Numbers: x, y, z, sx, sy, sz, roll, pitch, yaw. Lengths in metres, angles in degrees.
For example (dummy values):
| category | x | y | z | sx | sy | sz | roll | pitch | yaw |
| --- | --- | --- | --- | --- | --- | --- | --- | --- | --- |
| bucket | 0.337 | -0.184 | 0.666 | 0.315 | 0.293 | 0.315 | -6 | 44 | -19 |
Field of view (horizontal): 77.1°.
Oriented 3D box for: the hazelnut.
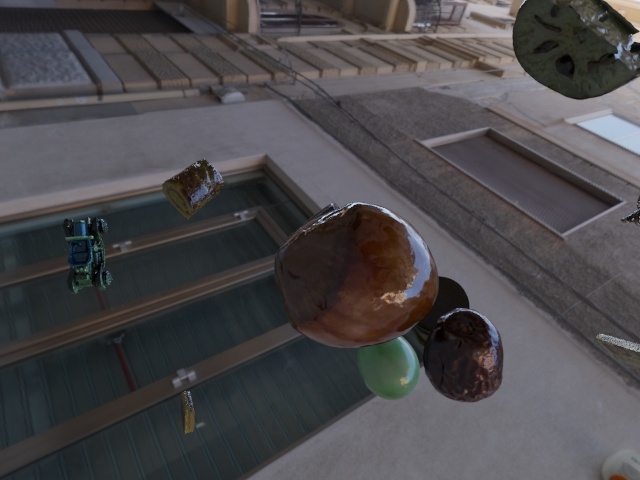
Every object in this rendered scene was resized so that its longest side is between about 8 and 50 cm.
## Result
| category | x | y | z | sx | sy | sz | roll | pitch | yaw |
| --- | --- | --- | --- | --- | --- | --- | --- | --- | --- |
| hazelnut | 0.071 | 0.087 | 0.894 | 0.372 | 0.315 | 0.372 | 19 | -20 | 8 |

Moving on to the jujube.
| category | x | y | z | sx | sy | sz | roll | pitch | yaw |
| --- | --- | --- | --- | --- | --- | --- | --- | --- | --- |
| jujube | 0.332 | 0.277 | 0.940 | 0.183 | 0.183 | 0.243 | 41 | -24 | 40 |

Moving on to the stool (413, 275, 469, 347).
| category | x | y | z | sx | sy | sz | roll | pitch | yaw |
| --- | --- | --- | --- | --- | --- | --- | --- | --- | --- |
| stool | 0.377 | 0.245 | 1.279 | 0.179 | 0.179 | 0.264 | 49 | -6 | 32 |

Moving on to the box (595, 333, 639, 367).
| category | x | y | z | sx | sy | sz | roll | pitch | yaw |
| --- | --- | --- | --- | --- | --- | --- | --- | --- | --- |
| box | 0.680 | 0.248 | 0.877 | 0.073 | 0.020 | 0.149 | 43 | -3 | -3 |

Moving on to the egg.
| category | x | y | z | sx | sy | sz | roll | pitch | yaw |
| --- | --- | --- | --- | --- | --- | --- | --- | --- | --- |
| egg | 0.250 | 0.456 | 1.490 | 0.220 | 0.220 | 0.269 | -15 | -80 | 59 |

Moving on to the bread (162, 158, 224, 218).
| category | x | y | z | sx | sy | sz | roll | pitch | yaw |
| --- | --- | --- | --- | --- | --- | --- | --- | --- | --- |
| bread | -0.401 | -0.172 | 1.286 | 0.103 | 0.172 | 0.132 | -25 | -71 | 43 |

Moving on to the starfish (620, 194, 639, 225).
| category | x | y | z | sx | sy | sz | roll | pitch | yaw |
| --- | --- | --- | --- | --- | --- | --- | --- | --- | --- |
| starfish | 0.569 | -0.060 | 0.698 | 0.028 | 0.078 | 0.091 | 41 | -64 | -9 |

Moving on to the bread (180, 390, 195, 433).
| category | x | y | z | sx | sy | sz | roll | pitch | yaw |
| --- | --- | --- | --- | --- | --- | --- | --- | --- | --- |
| bread | -0.421 | 0.543 | 1.273 | 0.094 | 0.035 | 0.090 | -138 | -130 | -57 |

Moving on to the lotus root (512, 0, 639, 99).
| category | x | y | z | sx | sy | sz | roll | pitch | yaw |
| --- | --- | --- | --- | --- | --- | --- | --- | --- | --- |
| lotus root | 0.431 | -0.332 | 0.676 | 0.235 | 0.119 | 0.138 | 47 | -20 | 13 |

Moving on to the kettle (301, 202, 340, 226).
| category | x | y | z | sx | sy | sz | roll | pitch | yaw |
| --- | --- | --- | --- | --- | --- | --- | --- | --- | --- |
| kettle | 0.000 | 0.000 | 1.844 | 0.207 | 0.290 | 0.268 | 50 | 15 | -35 |

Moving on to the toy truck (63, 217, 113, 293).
| category | x | y | z | sx | sy | sz | roll | pitch | yaw |
| --- | --- | --- | --- | --- | --- | --- | --- | --- | --- |
| toy truck | -0.480 | 0.028 | 0.816 | 0.078 | 0.080 | 0.154 | 140 | -58 | -78 |
